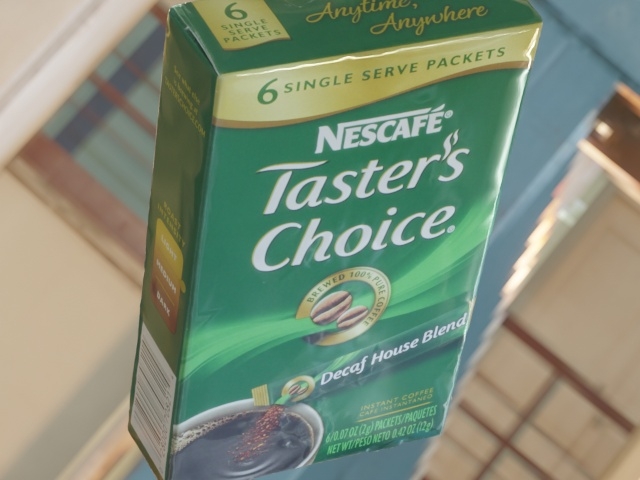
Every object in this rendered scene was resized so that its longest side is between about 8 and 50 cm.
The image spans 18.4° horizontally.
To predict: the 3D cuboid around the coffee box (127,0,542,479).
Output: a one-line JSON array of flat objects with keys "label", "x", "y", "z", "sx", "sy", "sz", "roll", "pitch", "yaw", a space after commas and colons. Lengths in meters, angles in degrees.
[{"label": "coffee box", "x": 0.000, "y": 0.000, "z": 0.641, "sx": 0.040, "sy": 0.113, "sz": 0.184, "roll": 57, "pitch": -33, "yaw": 41}]
